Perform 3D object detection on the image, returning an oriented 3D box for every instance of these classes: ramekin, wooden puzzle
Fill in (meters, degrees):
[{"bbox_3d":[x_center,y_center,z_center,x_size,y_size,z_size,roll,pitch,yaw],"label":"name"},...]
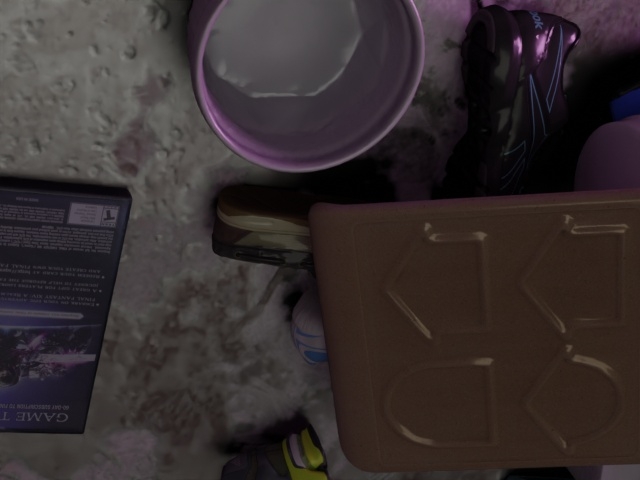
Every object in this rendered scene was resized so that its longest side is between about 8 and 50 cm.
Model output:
[{"bbox_3d":[-0.021,-0.174,1.215,0.207,0.109,0.207,-8,121,-14],"label":"ramekin"},{"bbox_3d":[0.176,0.084,1.315,0.348,0.080,0.322,0,124,11],"label":"wooden puzzle"}]

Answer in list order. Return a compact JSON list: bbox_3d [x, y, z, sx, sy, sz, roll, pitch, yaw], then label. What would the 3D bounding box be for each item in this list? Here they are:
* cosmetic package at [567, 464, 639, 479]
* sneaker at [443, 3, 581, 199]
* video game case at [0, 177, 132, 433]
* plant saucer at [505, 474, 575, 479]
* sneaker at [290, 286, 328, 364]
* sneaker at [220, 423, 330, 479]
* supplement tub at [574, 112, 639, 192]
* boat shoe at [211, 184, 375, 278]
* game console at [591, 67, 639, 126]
[{"bbox_3d":[0.330,0.179,1.549,0.060,0.099,0.239,-7,122,-15],"label":"cosmetic package"},{"bbox_3d":[0.190,-0.098,1.339,0.106,0.101,0.267,-5,121,-19],"label":"sneaker"},{"bbox_3d":[-0.301,0.067,1.310,0.196,0.026,0.274,5,118,-21],"label":"video game case"},{"bbox_3d":[0.316,0.297,1.639,0.192,0.067,0.018,6,87,-23],"label":"plant saucer"},{"bbox_3d":[0.082,0.067,1.415,0.237,0.085,0.086,-15,144,-10],"label":"sneaker"},{"bbox_3d":[-0.043,0.339,1.524,0.121,0.111,0.300,-8,116,-3],"label":"sneaker"},{"bbox_3d":[0.437,-0.047,1.362,0.316,0.228,0.228,-11,122,-20],"label":"supplement tub"},{"bbox_3d":[0.000,0.000,1.348,0.223,0.080,0.073,11,121,-18],"label":"boat shoe"},{"bbox_3d":[0.346,-0.146,1.384,0.122,0.107,0.071,-28,96,-2],"label":"game console"}]
